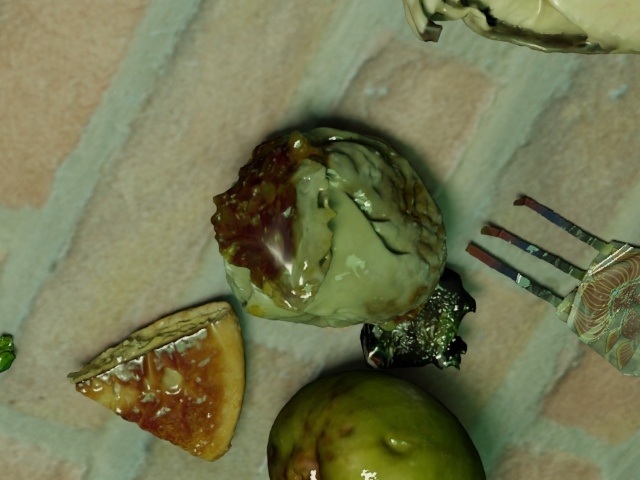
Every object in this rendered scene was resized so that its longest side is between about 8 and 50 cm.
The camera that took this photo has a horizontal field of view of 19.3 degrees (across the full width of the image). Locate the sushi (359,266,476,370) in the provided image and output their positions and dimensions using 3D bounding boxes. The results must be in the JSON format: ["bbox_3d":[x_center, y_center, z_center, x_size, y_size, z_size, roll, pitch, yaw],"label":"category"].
[{"bbox_3d":[0.082,0.061,1.550,0.085,0.056,0.083,6,112,-8],"label":"sushi"}]

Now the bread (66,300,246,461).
[{"bbox_3d":[-0.112,0.101,1.551,0.154,0.054,0.136,27,116,-26],"label":"bread"}]

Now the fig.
[{"bbox_3d":[0.053,0.196,1.557,0.191,0.181,0.181,9,124,-44],"label":"fig"}]

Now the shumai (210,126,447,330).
[{"bbox_3d":[0.006,0.002,1.440,0.184,0.142,0.184,3,106,11],"label":"shumai"}]

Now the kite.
[{"bbox_3d":[0.228,0.029,1.571,0.229,0.016,0.127,30,110,-25],"label":"kite"}]

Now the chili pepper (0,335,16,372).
[{"bbox_3d":[-0.290,0.109,1.551,0.091,0.030,0.034,-23,95,5],"label":"chili pepper"}]

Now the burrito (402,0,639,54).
[{"bbox_3d":[0.204,-0.235,1.337,0.332,0.135,0.190,3,133,-5],"label":"burrito"}]
